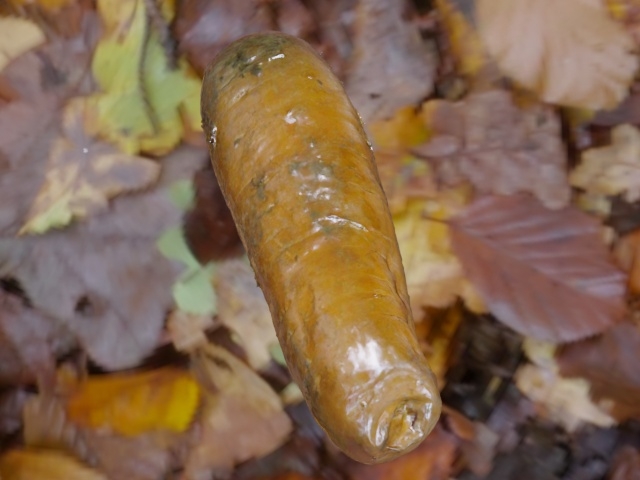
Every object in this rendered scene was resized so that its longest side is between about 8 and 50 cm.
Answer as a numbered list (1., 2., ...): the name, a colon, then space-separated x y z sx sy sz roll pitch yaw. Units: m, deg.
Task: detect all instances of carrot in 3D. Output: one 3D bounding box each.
1. carrot: 0.000 0.000 0.662 0.060 0.060 0.186 -15 53 -6
